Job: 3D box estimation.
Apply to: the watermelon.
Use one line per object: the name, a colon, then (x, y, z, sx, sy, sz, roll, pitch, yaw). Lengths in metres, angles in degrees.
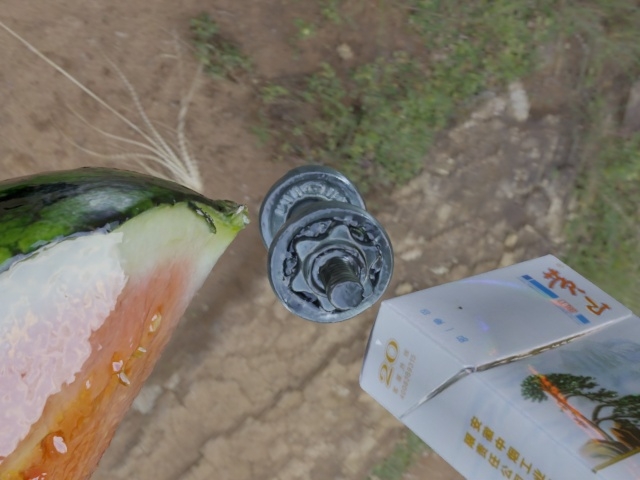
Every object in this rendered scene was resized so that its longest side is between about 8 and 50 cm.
watermelon: (-0.114, 0.068, 0.370, 0.245, 0.063, 0.119, -54, 134, -8)

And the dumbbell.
dumbbell: (0.000, 0.000, 0.862, 0.082, 0.254, 0.081, -2, 104, -7)

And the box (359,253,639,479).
box: (0.152, 0.102, 0.688, 0.150, 0.233, 0.067, -12, 129, -43)
